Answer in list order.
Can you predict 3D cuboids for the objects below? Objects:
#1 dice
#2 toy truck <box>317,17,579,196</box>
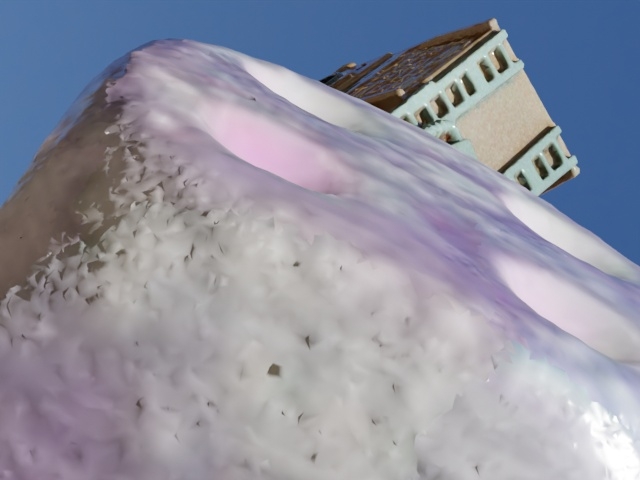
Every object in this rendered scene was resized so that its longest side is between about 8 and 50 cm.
[{"bbox_3d":[-0.018,0.096,0.736,0.270,0.271,0.270,29,-76,-1],"label":"dice"},{"bbox_3d":[0.000,0.000,1.006,0.162,0.305,0.136,-21,-77,46],"label":"toy truck"}]
